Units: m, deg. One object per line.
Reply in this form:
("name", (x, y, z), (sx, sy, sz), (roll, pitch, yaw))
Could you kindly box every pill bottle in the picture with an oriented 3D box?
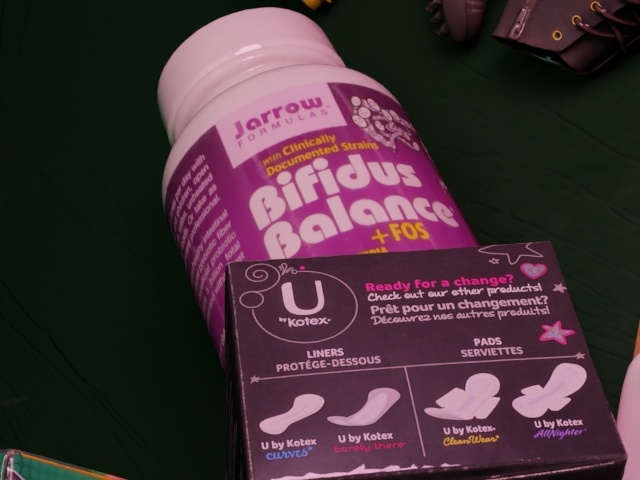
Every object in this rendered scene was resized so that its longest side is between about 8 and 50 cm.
("pill bottle", (0.000, 0.000, 0.906), (0.169, 0.169, 0.302), (-39, 52, 18))

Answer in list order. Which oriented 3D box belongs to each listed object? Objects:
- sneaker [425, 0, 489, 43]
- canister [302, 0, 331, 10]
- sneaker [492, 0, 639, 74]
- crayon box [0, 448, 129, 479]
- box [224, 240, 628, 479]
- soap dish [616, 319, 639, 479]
("sneaker", (0.123, -0.247, 0.980), (0.106, 0.078, 0.234), (3, 91, -3))
("canister", (0.016, -0.269, 1.079), (0.170, 0.073, 0.126), (-44, 50, 11))
("sneaker", (0.205, -0.150, 0.885), (0.222, 0.083, 0.118), (19, 87, 51))
("crayon box", (-0.140, 0.196, 0.852), (0.165, 0.278, 0.081), (-14, 63, 32))
("box", (0.038, 0.136, 0.716), (0.163, 0.247, 0.142), (-4, 43, -7))
("soap dish", (0.258, 0.162, 0.626), (0.290, 0.118, 0.229), (17, 108, 41))
